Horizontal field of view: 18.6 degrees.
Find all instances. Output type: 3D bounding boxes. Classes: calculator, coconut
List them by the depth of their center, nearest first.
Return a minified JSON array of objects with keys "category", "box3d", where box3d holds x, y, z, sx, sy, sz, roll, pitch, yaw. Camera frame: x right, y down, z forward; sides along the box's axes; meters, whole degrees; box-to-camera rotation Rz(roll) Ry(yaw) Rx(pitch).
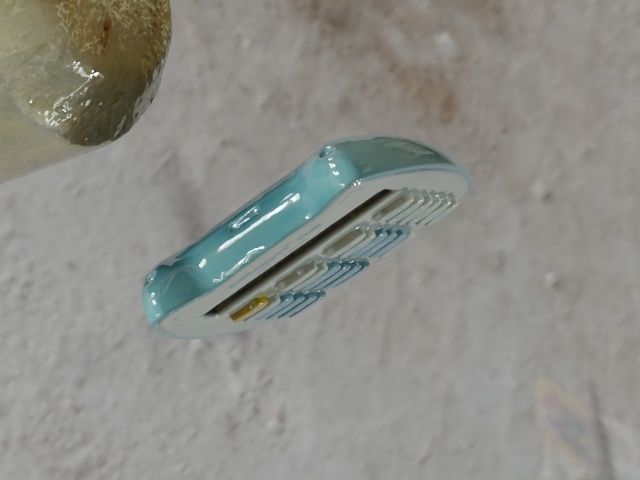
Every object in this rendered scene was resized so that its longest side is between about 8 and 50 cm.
[{"category":"coconut","box3d":[-0.259,-0.164,1.508,0.237,0.266,0.237,16,69,-46]},{"category":"calculator","box3d":[0.000,0.000,1.601,0.054,0.256,0.386,58,14,13]}]
